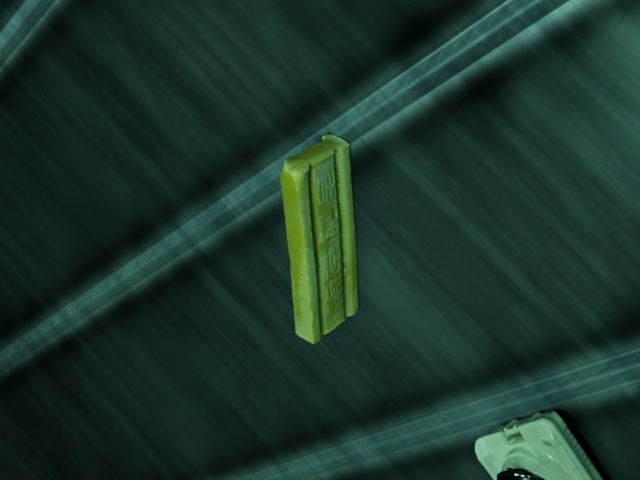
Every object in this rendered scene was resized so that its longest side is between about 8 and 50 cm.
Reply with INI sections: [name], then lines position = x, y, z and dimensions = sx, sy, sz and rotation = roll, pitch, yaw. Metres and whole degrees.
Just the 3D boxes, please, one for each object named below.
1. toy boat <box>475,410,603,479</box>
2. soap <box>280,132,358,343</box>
[toy boat]
position = 0.281, 0.335, 1.377
dimensions = 0.140, 0.140, 0.270
rotation = -30, 81, 50
[soap]
position = 0.001, 0.000, 1.432
dimensions = 0.037, 0.092, 0.252
rotation = 22, 131, 34
